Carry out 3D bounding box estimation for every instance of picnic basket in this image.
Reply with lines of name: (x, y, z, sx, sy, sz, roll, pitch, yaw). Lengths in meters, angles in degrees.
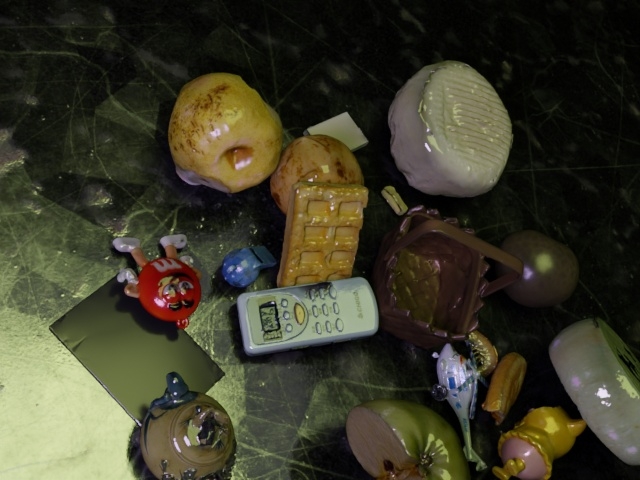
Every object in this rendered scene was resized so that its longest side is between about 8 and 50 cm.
picnic basket: (0.261, 0.073, 1.663, 0.254, 0.321, 0.291, 27, 58, -16)

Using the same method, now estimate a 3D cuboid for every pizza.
pizza: (0.425, 0.336, 1.720, 0.056, 0.134, 0.271, 12, 32, 23)

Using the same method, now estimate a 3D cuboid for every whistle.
whistle: (-0.163, 0.058, 1.612, 0.090, 0.090, 0.158, 56, 16, 9)

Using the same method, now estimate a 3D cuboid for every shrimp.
shrimp: (0.343, 0.255, 1.781, 0.178, 0.034, 0.124, 44, 61, -2)

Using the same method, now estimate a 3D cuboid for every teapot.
teapot: (-0.221, 0.364, 1.343, 0.173, 0.182, 0.269, -18, 78, -35)

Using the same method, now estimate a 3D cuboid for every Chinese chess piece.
Chinese chess piece: (0.685, 0.344, 1.740, 0.349, 0.146, 0.349, 43, 21, -21)

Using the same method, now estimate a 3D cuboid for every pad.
pad: (-0.354, 0.218, 1.466, 0.300, 0.005, 0.202, 46, 54, 2)

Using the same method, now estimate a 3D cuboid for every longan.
longan: (0.540, 0.074, 1.881, 0.212, 0.198, 0.198, 23, 57, -13)

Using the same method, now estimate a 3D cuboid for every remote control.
remote control: (-0.023, 0.161, 1.586, 0.296, 0.056, 0.140, -7, 72, -12)

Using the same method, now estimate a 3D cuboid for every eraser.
eraser: (0.040, -0.263, 1.907, 0.150, 0.023, 0.104, -29, 80, -35)

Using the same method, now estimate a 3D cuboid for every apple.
apple: (0.169, 0.458, 1.443, 0.233, 0.258, 0.295, 14, 58, -22)

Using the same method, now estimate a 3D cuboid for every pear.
pear: (-0.208, -0.240, 1.633, 0.271, 0.271, 0.271, 12, 60, -21)

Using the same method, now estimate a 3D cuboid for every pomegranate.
pomegranate: (-0.013, -0.140, 1.717, 0.215, 0.215, 0.215, 12, 60, -21)

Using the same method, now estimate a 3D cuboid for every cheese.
cheese: (0.190, -0.103, 1.894, 0.044, 0.030, 0.083, -15, 66, -54)

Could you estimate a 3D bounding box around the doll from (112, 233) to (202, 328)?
doll: (-0.318, 0.078, 1.508, 0.183, 0.085, 0.217, -3, 56, -32)

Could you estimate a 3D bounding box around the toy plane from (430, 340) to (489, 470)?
toy plane: (0.319, 0.369, 1.686, 0.182, 0.107, 0.273, -21, 98, -61)

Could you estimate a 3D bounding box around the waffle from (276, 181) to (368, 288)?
waffle: (0.000, 0.000, 1.628, 0.168, 0.274, 0.057, -1, 25, -24)

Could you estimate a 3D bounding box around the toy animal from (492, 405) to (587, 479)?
toy animal: (0.481, 0.458, 1.668, 0.230, 0.156, 0.156, -24, 77, -31)

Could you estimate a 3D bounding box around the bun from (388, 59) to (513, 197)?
bun: (0.322, -0.280, 1.949, 0.360, 0.211, 0.359, 8, 72, -26)
